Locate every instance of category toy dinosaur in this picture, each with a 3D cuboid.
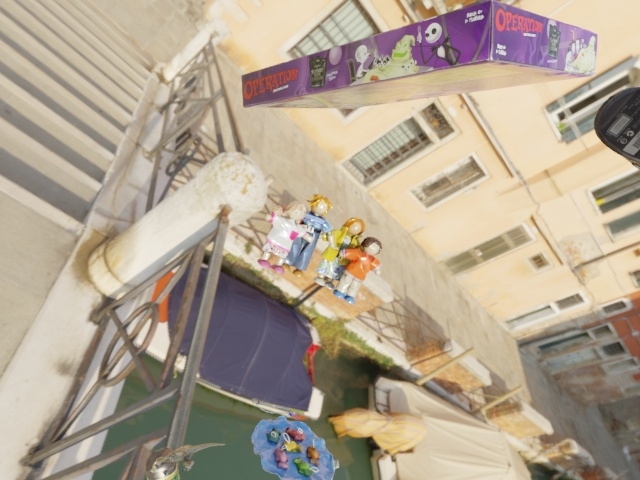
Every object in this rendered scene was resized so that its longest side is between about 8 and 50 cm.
[{"bbox_3d":[-0.331,0.518,1.043,0.092,0.183,0.053,170,-95,-82],"label":"toy dinosaur"}]

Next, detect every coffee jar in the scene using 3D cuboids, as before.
[{"bbox_3d":[-0.413,0.660,1.151,0.096,0.079,0.184,-166,-115,-70],"label":"coffee jar"}]

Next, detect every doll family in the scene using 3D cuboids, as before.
[{"bbox_3d":[0.000,0.000,0.851,0.263,0.163,0.118,24,7,-20],"label":"doll family"}]

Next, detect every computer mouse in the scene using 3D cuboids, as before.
[{"bbox_3d":[0.477,-0.079,0.579,0.262,0.184,0.060,37,15,25],"label":"computer mouse"}]

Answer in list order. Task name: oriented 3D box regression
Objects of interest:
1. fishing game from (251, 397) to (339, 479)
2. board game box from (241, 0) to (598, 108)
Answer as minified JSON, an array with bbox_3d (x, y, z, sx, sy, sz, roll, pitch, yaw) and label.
[{"bbox_3d":[-0.047,0.421,0.869,0.189,0.041,0.264,23,13,-19],"label":"fishing game"},{"bbox_3d":[0.086,-0.189,0.492,0.208,0.347,0.056,-9,103,-40],"label":"board game box"}]
